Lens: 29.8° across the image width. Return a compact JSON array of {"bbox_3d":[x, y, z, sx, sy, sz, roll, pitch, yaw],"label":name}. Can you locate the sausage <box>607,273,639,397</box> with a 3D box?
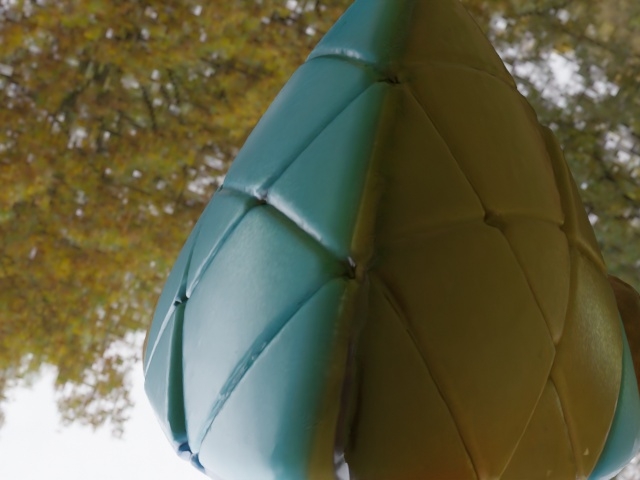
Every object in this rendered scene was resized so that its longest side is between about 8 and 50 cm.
[{"bbox_3d":[0.203,0.123,1.078,0.268,0.153,0.141,-20,-86,-38],"label":"sausage"}]

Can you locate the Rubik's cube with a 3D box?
[{"bbox_3d":[0.000,0.000,0.533,0.254,0.254,0.254,20,-152,-11],"label":"Rubik's cube"}]
